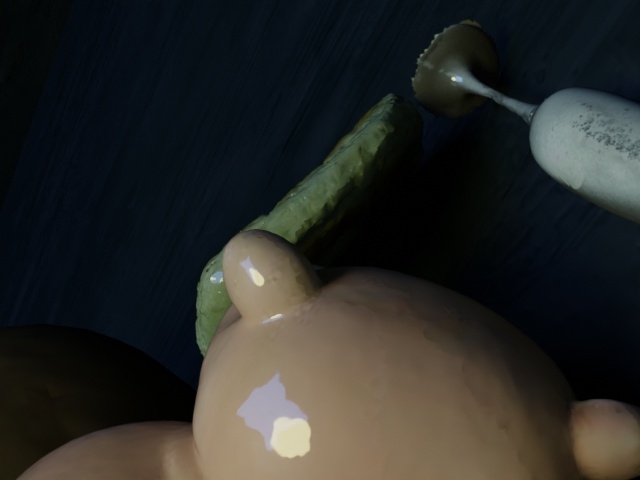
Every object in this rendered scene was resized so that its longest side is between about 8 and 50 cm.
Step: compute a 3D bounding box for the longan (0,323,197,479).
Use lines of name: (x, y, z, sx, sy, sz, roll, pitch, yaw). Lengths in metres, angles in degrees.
longan: (-0.236, 0.275, 0.843, 0.436, 0.403, 0.404, -166, 87, -86)

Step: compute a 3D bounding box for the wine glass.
wine glass: (0.145, -0.068, 0.600, 0.262, 0.074, 0.074, 44, 119, 56)

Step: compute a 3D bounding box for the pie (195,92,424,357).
pie: (0.000, 0.000, 0.716, 0.054, 0.240, 0.241, 35, 119, 16)

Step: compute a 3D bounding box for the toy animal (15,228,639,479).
toy animal: (-0.003, 0.107, 0.565, 0.277, 0.344, 0.247, -62, -19, -72)
